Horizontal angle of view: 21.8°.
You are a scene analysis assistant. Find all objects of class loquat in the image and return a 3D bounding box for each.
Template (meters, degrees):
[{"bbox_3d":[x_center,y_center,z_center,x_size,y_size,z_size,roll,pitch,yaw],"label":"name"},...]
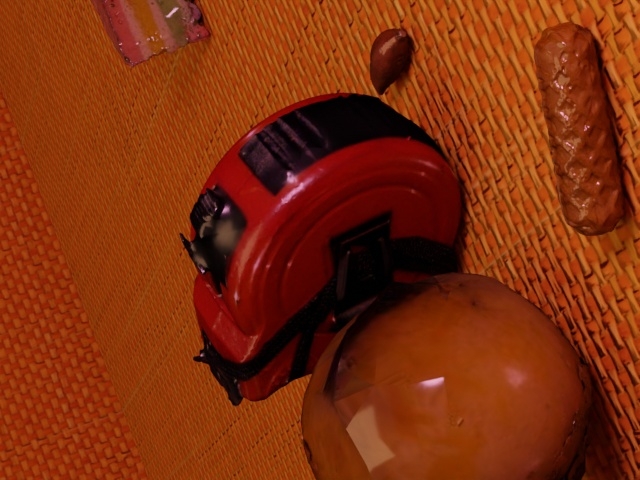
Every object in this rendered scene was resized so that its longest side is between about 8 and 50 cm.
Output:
[{"bbox_3d":[0.103,0.138,1.321,0.235,0.235,0.235,54,155,41],"label":"loquat"}]

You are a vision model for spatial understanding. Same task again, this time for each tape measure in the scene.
[{"bbox_3d":[0.001,0.000,1.441,0.114,0.253,0.260,49,157,38],"label":"tape measure"}]

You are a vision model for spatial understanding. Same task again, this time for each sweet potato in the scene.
[{"bbox_3d":[0.058,-0.159,1.466,0.034,0.034,0.095,63,156,24],"label":"sweet potato"}]

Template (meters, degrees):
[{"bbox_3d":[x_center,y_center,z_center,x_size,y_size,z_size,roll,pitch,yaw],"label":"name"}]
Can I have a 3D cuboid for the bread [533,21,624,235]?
[{"bbox_3d":[0.183,-0.077,1.178,0.052,0.044,0.157,-146,42,-70],"label":"bread"}]

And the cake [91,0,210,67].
[{"bbox_3d":[-0.223,-0.304,2.000,0.090,0.109,0.225,117,132,-64],"label":"cake"}]
